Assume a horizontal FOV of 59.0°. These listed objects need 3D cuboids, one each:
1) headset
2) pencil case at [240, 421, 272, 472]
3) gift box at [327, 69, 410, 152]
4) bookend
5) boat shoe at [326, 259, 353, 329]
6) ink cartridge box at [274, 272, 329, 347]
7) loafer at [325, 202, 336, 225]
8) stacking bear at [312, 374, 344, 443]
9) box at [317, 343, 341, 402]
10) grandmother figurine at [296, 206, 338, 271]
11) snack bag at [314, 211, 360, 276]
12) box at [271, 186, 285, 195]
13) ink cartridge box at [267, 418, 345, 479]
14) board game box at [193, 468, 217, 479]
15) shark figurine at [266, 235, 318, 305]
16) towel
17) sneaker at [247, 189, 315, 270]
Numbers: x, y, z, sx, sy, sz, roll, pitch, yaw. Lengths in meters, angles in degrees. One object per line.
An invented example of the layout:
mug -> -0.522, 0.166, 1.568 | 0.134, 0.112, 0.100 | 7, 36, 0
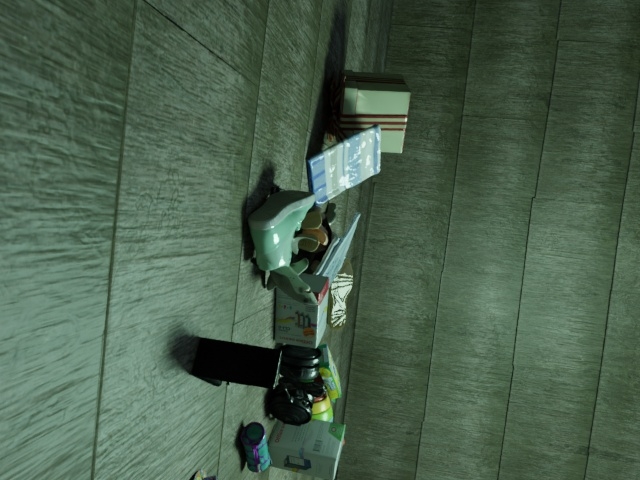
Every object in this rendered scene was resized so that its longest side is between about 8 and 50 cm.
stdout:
headset -> -0.046, 0.419, 1.647 | 0.394, 0.185, 0.243 | 61, 37, -72
pencil case -> -0.162, 0.524, 1.427 | 0.070, 0.065, 0.151 | -108, -169, -47
gift box -> 0.157, -0.448, 1.940 | 0.276, 0.258, 0.255 | -92, -175, -63
bookend -> -0.144, 0.249, 1.094 | 0.157, 0.156, 0.072 | 73, 26, -67
boat shoe -> 0.063, 0.220, 2.385 | 0.098, 0.109, 0.302 | 23, -69, 60
ink cartridge box -> -0.053, 0.197, 1.618 | 0.127, 0.128, 0.176 | -57, 152, -67
loafer -> 0.038, -0.092, 2.157 | 0.125, 0.045, 0.039 | -76, 174, -46
stacking bear -> -0.033, 0.556, 1.917 | 0.164, 0.175, 0.289 | -10, 98, -47
box -> 0.030, 0.440, 1.862 | 0.105, 0.043, 0.179 | -98, 173, -56
grandmother figurine -> 0.000, 0.000, 1.866 | 0.342, 0.104, 0.207 | 19, 87, -77
snack bag -> 0.029, 0.094, 1.890 | 0.342, 0.037, 0.323 | -57, 169, -40
box -> -0.107, -0.098, 1.429 | 0.083, 0.018, 0.067 | 1, 96, -79
ink cartridge box -> -0.043, 0.628, 1.739 | 0.154, 0.212, 0.093 | -63, 161, -64
board game box -> -0.216, 0.538, 1.108 | 0.133, 0.033, 0.168 | -78, 158, -80
shark figurine -> -0.102, 0.071, 1.450 | 0.116, 0.166, 0.278 | -60, -160, 28
towel -> 0.083, -0.242, 1.834 | 0.285, 0.034, 0.209 | -30, 143, -21
sneaker -> -0.088, -0.024, 1.343 | 0.256, 0.094, 0.151 | -42, 134, -54
